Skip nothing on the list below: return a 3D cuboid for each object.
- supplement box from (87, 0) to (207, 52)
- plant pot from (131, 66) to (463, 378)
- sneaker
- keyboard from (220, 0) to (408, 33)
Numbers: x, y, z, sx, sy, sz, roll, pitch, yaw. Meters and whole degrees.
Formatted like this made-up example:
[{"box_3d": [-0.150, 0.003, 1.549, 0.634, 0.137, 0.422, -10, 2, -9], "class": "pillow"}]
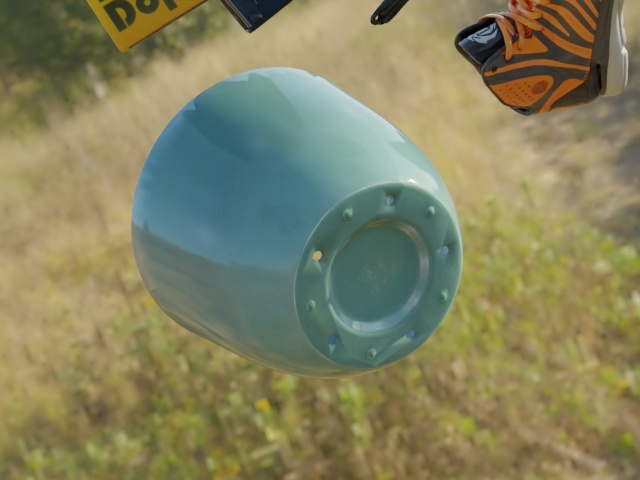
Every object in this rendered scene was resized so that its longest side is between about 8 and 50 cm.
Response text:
[{"box_3d": [-0.174, -0.362, 1.860, 0.194, 0.195, 0.356, -31, 20, 7], "class": "supplement box"}, {"box_3d": [0.000, 0.000, 1.749, 0.293, 0.293, 0.235, -24, 27, -23], "class": "plant pot"}, {"box_3d": [0.238, -0.264, 2.007, 0.180, 0.321, 0.124, -18, 37, -7], "class": "sneaker"}, {"box_3d": [0.049, -0.292, 1.585, 0.317, 0.201, 0.033, -39, -7, -2], "class": "keyboard"}]
